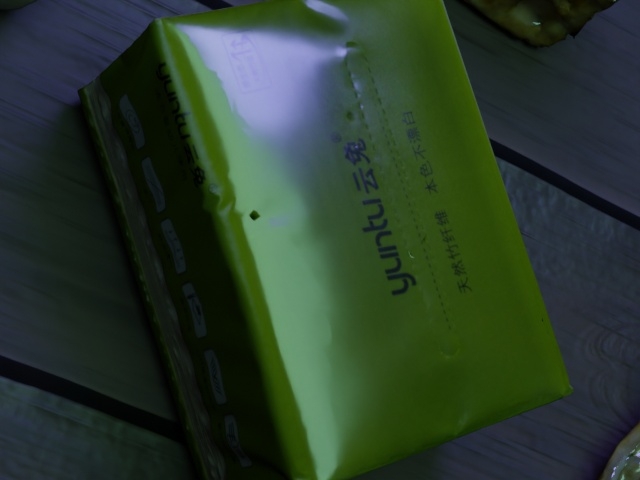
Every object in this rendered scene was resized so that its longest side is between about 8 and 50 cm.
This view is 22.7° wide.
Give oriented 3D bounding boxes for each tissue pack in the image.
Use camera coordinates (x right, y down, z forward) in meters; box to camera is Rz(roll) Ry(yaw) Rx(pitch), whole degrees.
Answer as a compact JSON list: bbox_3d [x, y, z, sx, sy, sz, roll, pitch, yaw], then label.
[{"bbox_3d":[0.000,0.000,0.965,0.200,0.167,0.274,-16,85,-30],"label":"tissue pack"}]

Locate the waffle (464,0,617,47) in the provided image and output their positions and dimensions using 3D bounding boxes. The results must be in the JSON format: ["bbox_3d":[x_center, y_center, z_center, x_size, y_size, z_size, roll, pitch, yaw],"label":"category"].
[{"bbox_3d":[0.168,-0.257,1.038,0.213,0.308,0.091,28,62,-21],"label":"waffle"}]

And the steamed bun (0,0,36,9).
[{"bbox_3d":[-0.206,-0.266,0.927,0.238,0.152,0.170,47,60,-14],"label":"steamed bun"}]

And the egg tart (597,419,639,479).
[{"bbox_3d":[0.319,0.229,1.113,0.295,0.116,0.294,7,75,-29],"label":"egg tart"}]
